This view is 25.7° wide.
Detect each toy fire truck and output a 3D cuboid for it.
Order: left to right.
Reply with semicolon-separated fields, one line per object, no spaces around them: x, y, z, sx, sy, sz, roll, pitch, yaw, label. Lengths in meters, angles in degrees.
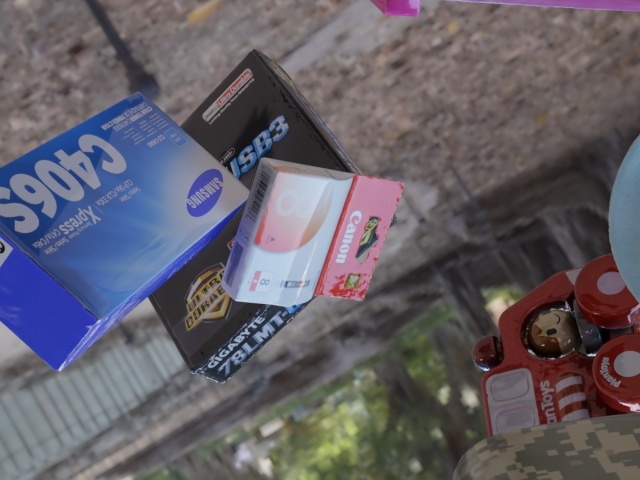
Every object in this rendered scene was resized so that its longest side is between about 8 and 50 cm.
0.325;0.167;1.813;0.254;0.302;0.169;-15;140;12;toy fire truck

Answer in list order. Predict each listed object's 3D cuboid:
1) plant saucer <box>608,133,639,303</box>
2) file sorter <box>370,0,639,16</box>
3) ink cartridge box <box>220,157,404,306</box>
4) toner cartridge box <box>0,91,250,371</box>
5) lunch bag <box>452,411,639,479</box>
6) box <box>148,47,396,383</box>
0.298;-0.017;0.969;0.195;0.195;0.037;-34;153;17;plant saucer
0.112;-0.250;0.829;0.182;0.202;0.291;3;-162;-8;file sorter
0.000;0.000;1.438;0.179;0.045;0.145;9;109;-30;ink cartridge box
-0.205;-0.022;1.320;0.075;0.165;0.348;-47;180;27;toner cartridge box
0.168;0.254;0.635;0.212;0.305;0.256;-6;-157;4;lunch bag
-0.097;-0.032;1.678;0.295;0.293;0.073;-44;145;13;box
